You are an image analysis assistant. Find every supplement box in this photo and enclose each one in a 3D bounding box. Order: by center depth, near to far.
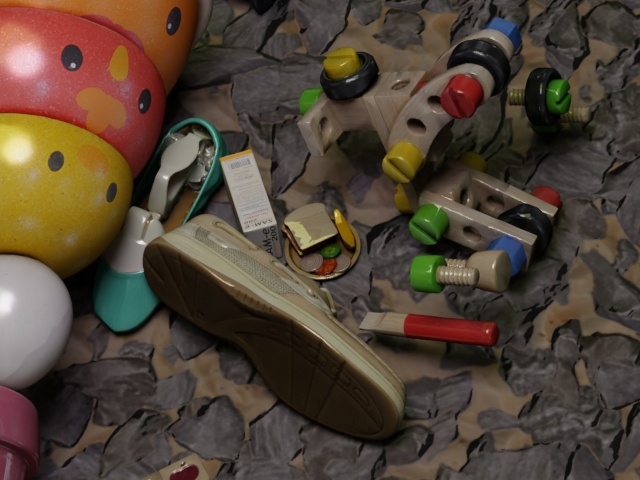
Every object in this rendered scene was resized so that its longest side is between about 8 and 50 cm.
[{"bbox_3d":[-0.070,-0.033,1.793,0.036,0.062,0.098,-16,57,-5],"label":"supplement box"}]

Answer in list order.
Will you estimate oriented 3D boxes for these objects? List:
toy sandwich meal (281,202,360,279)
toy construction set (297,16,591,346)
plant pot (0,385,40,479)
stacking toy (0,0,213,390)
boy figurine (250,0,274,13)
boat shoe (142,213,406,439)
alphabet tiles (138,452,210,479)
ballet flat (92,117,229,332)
[{"bbox_3d":[0.000,0.000,1.781,0.085,0.029,0.086,-3,56,5],"label":"toy sandwich meal"},{"bbox_3d":[0.088,-0.056,1.724,0.237,0.257,0.309,3,66,29],"label":"toy construction set"},{"bbox_3d":[-0.348,0.237,1.572,0.201,0.201,0.180,-6,63,3],"label":"plant pot"},{"bbox_3d":[-0.276,-0.076,1.695,0.350,0.351,0.480,-4,62,4],"label":"stacking toy"},{"bbox_3d":[-0.152,-0.366,2.008,0.285,0.092,0.177,31,68,21],"label":"boy figurine"},{"bbox_3d":[-0.029,0.073,1.693,0.302,0.109,0.098,33,46,20],"label":"boat shoe"},{"bbox_3d":[-0.185,0.303,1.583,0.237,0.009,0.198,-25,40,-9],"label":"alphabet tiles"},{"bbox_3d":[-0.168,-0.027,1.786,0.083,0.087,0.247,16,60,18],"label":"ballet flat"}]
